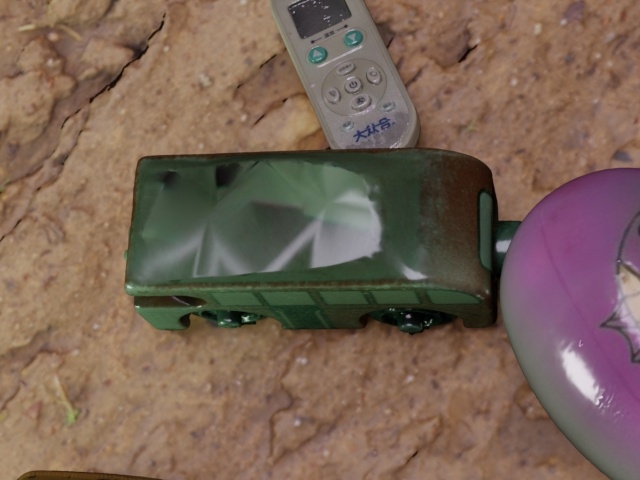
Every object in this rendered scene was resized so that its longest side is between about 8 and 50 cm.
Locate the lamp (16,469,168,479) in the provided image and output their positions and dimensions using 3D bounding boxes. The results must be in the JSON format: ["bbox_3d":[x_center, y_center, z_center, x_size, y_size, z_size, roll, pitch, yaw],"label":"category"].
[{"bbox_3d":[-0.163,0.253,1.197,0.185,0.161,0.161,1,72,13],"label":"lamp"}]

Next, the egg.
[{"bbox_3d":[0.245,0.075,1.142,0.196,0.196,0.271,-35,83,0],"label":"egg"}]

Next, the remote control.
[{"bbox_3d":[0.021,-0.147,1.337,0.078,0.042,0.221,-26,58,5],"label":"remote control"}]

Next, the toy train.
[{"bbox_3d":[0.000,0.000,1.243,0.326,0.159,0.129,0,73,12],"label":"toy train"}]
